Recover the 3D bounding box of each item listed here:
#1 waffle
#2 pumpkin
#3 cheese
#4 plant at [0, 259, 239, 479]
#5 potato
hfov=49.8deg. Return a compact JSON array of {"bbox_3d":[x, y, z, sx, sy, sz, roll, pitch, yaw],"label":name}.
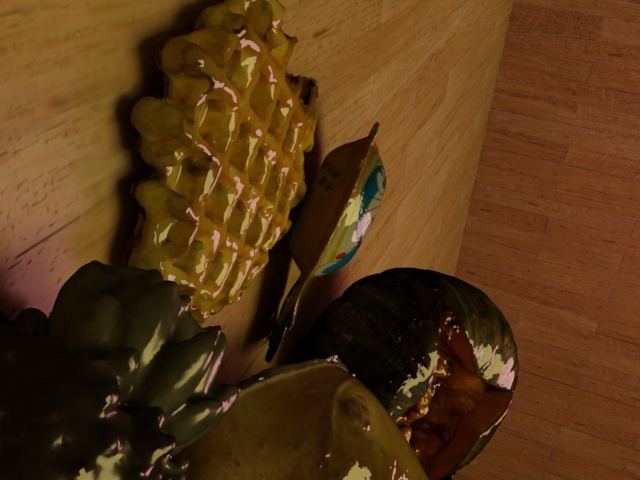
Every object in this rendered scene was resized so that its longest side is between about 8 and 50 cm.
[{"bbox_3d":[-0.060,-0.064,0.531,0.291,0.051,0.291,18,90,-74],"label":"waffle"},{"bbox_3d":[0.111,0.181,0.905,0.320,0.192,0.320,-13,119,-26],"label":"pumpkin"},{"bbox_3d":[0.000,0.000,0.722,0.270,0.069,0.177,-64,-175,11],"label":"cheese"},{"bbox_3d":[-0.131,0.105,0.337,0.194,0.129,0.132,-54,156,-40],"label":"plant"},{"bbox_3d":[-0.002,0.256,0.620,0.246,0.196,0.300,-47,145,-5],"label":"potato"}]
